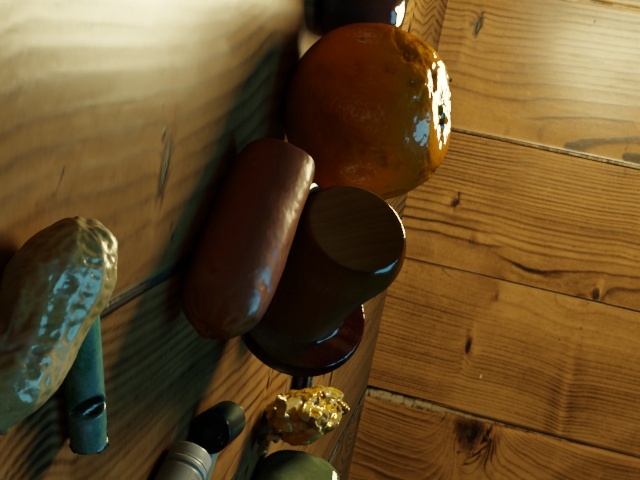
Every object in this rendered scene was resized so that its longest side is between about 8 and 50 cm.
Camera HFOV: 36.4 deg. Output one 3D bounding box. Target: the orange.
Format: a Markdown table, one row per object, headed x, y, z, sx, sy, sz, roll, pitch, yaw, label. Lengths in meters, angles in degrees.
| x | y | z | sx | sy | sz | roll | pitch | yaw | label |
| --- | --- | --- | --- | --- | --- | --- | --- | --- | --- |
| 0.070 | -0.184 | 1.408 | 0.261 | 0.261 | 0.261 | 13 | 90 | -80 | orange |

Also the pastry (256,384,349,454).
| x | y | z | sx | sy | sz | roll | pitch | yaw | label |
| --- | --- | --- | --- | --- | --- | --- | --- | --- | --- |
| -0.040 | 0.325 | 1.793 | 0.250 | 0.154 | 0.102 | 15 | 60 | -74 | pastry |

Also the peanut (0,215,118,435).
| x | y | z | sx | sy | sz | roll | pitch | yaw | label |
| --- | --- | --- | --- | --- | --- | --- | --- | --- | --- |
| -0.202 | 0.054 | 0.696 | 0.080 | 0.080 | 0.174 | 86 | 22 | -59 | peanut |

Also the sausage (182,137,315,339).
| x | y | z | sx | sy | sz | roll | pitch | yaw | label |
| --- | --- | --- | --- | --- | --- | --- | --- | --- | --- |
| -0.087 | -0.001 | 1.152 | 0.113 | 0.113 | 0.259 | 88 | 16 | -55 | sausage |

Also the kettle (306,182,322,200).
| x | y | z | sx | sy | sz | roll | pitch | yaw | label |
| --- | --- | --- | --- | --- | --- | --- | --- | --- | --- |
| 0.000 | 0.000 | 1.581 | 0.232 | 0.144 | 0.202 | -67 | 146 | -34 | kettle |

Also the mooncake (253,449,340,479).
| x | y | z | sx | sy | sz | roll | pitch | yaw | label |
| --- | --- | --- | --- | --- | --- | --- | --- | --- | --- |
| -0.047 | 0.481 | 1.823 | 0.168 | 0.175 | 0.104 | -14 | 133 | -35 | mooncake |

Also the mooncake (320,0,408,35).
| x | y | z | sx | sy | sz | roll | pitch | yaw | label |
| --- | --- | --- | --- | --- | --- | --- | --- | --- | --- |
| 0.080 | -0.412 | 1.509 | 0.245 | 0.133 | 0.245 | 15 | 90 | -87 | mooncake |

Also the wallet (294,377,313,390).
| x | y | z | sx | sy | sz | roll | pitch | yaw | label |
| --- | --- | --- | --- | --- | --- | --- | --- | --- | --- |
| -0.036 | 0.307 | 2.060 | 0.111 | 0.030 | 0.166 | -68 | 169 | -61 | wallet |

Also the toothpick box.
| x | y | z | sx | sy | sz | roll | pitch | yaw | label |
| --- | --- | --- | --- | --- | --- | --- | --- | --- | --- |
| 0.000 | 0.059 | 1.322 | 0.294 | 0.192 | 0.192 | -58 | -171 | 51 | toothpick box |

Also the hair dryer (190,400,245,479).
| x | y | z | sx | sy | sz | roll | pitch | yaw | label |
| --- | --- | --- | --- | --- | --- | --- | --- | --- | --- |
| -0.164 | 0.321 | 1.347 | 0.100 | 0.057 | 0.198 | 7 | 105 | -80 | hair dryer |

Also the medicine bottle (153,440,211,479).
| x | y | z | sx | sy | sz | roll | pitch | yaw | label |
| --- | --- | --- | --- | --- | --- | --- | --- | --- | --- |
| -0.175 | 0.299 | 1.193 | 0.091 | 0.058 | 0.058 | -65 | 165 | -48 | medicine bottle |

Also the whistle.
| x | y | z | sx | sy | sz | roll | pitch | yaw | label |
| --- | --- | --- | --- | --- | --- | --- | --- | --- | --- |
| -0.206 | 0.111 | 0.845 | 0.039 | 0.039 | 0.186 | -63 | 163 | -53 | whistle |
